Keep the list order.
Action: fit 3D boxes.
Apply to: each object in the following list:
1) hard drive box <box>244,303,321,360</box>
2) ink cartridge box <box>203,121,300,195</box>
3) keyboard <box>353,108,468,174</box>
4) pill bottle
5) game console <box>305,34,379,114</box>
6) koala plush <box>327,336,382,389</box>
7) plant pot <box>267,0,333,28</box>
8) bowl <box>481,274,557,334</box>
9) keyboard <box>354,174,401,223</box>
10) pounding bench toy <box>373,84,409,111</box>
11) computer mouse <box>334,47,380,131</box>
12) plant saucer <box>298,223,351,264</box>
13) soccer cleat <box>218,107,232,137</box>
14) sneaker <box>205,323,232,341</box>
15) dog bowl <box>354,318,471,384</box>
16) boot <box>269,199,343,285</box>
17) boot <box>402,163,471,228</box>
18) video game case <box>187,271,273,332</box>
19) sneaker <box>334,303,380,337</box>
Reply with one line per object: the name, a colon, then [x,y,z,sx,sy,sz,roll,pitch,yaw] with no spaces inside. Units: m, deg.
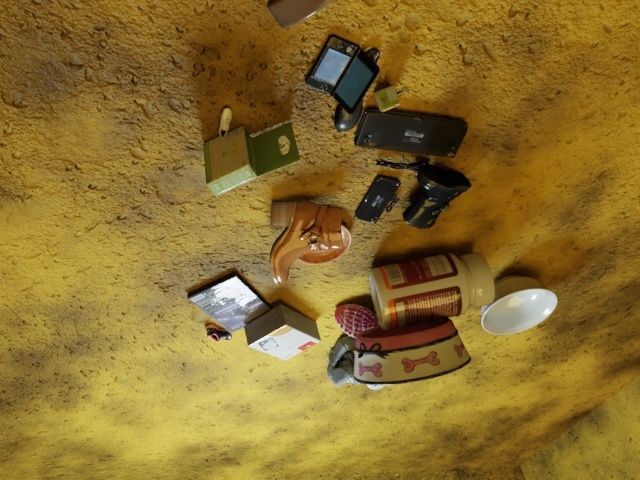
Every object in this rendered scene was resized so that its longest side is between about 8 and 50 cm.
hard drive box: [-0.139,0.346,2.115,0.181,0.089,0.232,-32,143,20]
ink cartridge box: [-0.180,-0.226,1.440,0.235,0.171,0.056,-23,137,10]
keyboard: [0.247,-0.274,1.603,0.317,0.033,0.201,4,134,-17]
pill bottle: [0.382,0.168,1.974,0.392,0.224,0.224,-11,138,-2]
game console: [0.050,-0.399,1.375,0.124,0.085,0.144,14,131,-27]
koala plush: [0.158,0.520,2.341,0.221,0.196,0.203,8,146,-22]
plant pot: [-0.037,-0.575,1.067,0.263,0.263,0.229,-30,119,18]
bowl: [0.747,0.229,2.201,0.298,0.134,0.298,-8,137,-7]
keyboard: [0.186,-0.124,1.758,0.108,0.023,0.180,14,133,-18]
pounding bench toy: [0.184,-0.371,1.451,0.083,0.065,0.052,-21,105,8]
computer mouse: [0.094,-0.375,1.446,0.071,0.041,0.242,5,134,-19]
plant saucer: [0.000,0.000,1.832,0.200,0.037,0.200,-8,137,-7]
soccer cleat: [-0.242,-0.299,1.445,0.029,0.035,0.083,7,135,-21]
sneaker: [-0.378,0.356,2.108,0.047,0.057,0.119,-40,133,24]
dog bowl: [0.303,0.373,1.971,0.408,0.150,0.408,-12,178,0]
boot: [-0.042,0.013,1.730,0.220,0.109,0.283,3,107,0]
boot: [0.320,-0.121,1.708,0.246,0.094,0.207,0,140,-48]
video game case: [-0.310,0.225,2.008,0.196,0.026,0.274,-25,138,12]
sneaker: [0.185,0.322,2.183,0.299,0.112,0.120,21,92,-18]
